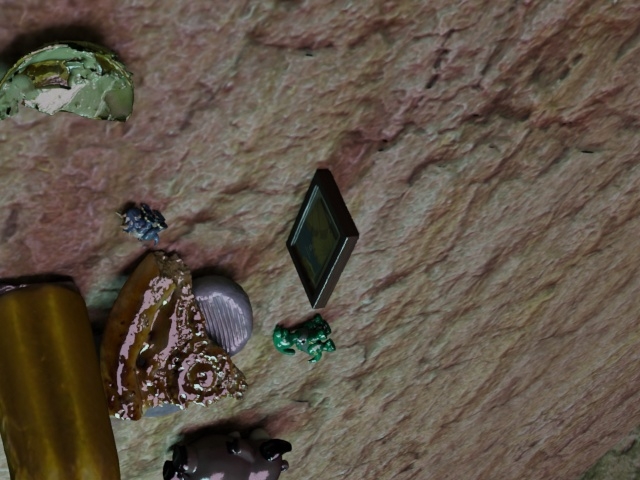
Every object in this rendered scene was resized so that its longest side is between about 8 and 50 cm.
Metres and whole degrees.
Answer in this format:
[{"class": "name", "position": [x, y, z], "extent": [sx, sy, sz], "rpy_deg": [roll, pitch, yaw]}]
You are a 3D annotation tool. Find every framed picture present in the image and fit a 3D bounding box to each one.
[{"class": "framed picture", "position": [0.000, 0.000, 1.453], "extent": [0.023, 0.128, 0.168], "rpy_deg": [-5, 142, -26]}]

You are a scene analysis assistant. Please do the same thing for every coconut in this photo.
[{"class": "coconut", "position": [-0.276, -0.175, 1.093], "extent": [0.158, 0.055, 0.133], "rpy_deg": [8, 134, -42]}]

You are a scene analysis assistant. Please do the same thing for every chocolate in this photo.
[{"class": "chocolate", "position": [-0.353, 0.270, 1.319], "extent": [0.162, 0.445, 0.162], "rpy_deg": [-16, 150, -9]}]

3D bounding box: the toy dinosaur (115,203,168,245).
[{"class": "toy dinosaur", "position": [-0.242, -0.020, 1.356], "extent": [0.047, 0.030, 0.083], "rpy_deg": [-35, 145, 17]}]

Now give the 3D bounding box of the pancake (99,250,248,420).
[{"class": "pancake", "position": [-0.206, 0.168, 1.475], "extent": [0.245, 0.057, 0.266], "rpy_deg": [25, 101, -17]}]

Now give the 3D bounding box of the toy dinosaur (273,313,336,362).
[{"class": "toy dinosaur", "position": [-0.028, 0.180, 1.766], "extent": [0.096, 0.059, 0.132], "rpy_deg": [-21, 140, 10]}]

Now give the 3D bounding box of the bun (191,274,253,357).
[{"class": "bun", "position": [-0.172, 0.116, 1.537], "extent": [0.141, 0.083, 0.140], "rpy_deg": [-3, 109, -10]}]

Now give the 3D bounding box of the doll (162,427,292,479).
[{"class": "doll", "position": [-0.179, 0.445, 1.975], "extent": [0.257, 0.117, 0.182], "rpy_deg": [1, 141, -33]}]

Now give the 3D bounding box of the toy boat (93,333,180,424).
[{"class": "toy boat", "position": [-0.376, 0.249, 1.588], "extent": [0.294, 0.111, 0.276], "rpy_deg": [-25, 143, 15]}]
